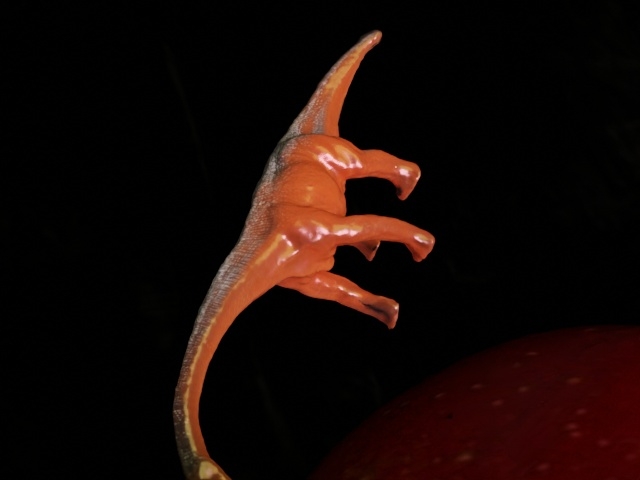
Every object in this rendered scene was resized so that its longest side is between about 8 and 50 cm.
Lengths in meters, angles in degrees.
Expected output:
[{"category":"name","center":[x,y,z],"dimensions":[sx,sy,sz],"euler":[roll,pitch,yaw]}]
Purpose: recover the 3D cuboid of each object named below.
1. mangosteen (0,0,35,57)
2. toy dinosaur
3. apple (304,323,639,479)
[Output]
[{"category":"mangosteen","center":[-0.209,-0.155,0.540],"dimensions":[0.243,0.243,0.243],"euler":[22,44,-24]},{"category":"toy dinosaur","center":[-0.002,0.004,0.682],"dimensions":[0.101,0.055,0.279],"euler":[20,46,-13]},{"category":"apple","center":[0.081,0.183,0.424],"dimensions":[0.288,0.288,0.317],"euler":[49,47,6]}]
